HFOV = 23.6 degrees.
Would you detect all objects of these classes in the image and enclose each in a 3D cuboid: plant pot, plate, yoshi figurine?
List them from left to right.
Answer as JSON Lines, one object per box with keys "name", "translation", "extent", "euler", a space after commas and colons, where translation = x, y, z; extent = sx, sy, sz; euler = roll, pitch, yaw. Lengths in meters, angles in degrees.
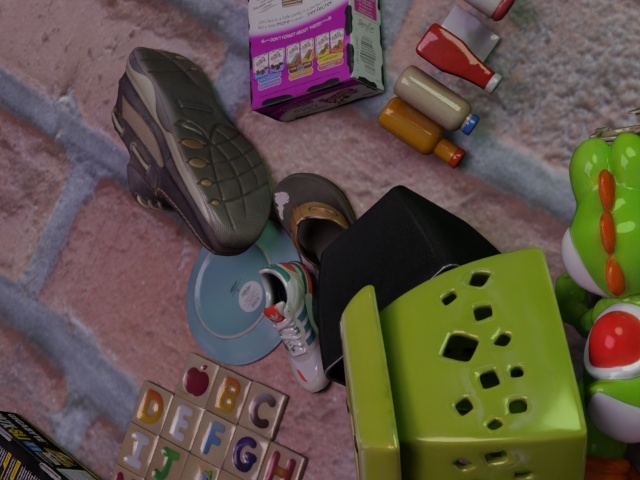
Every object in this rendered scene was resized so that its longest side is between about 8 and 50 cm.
{"name": "plate", "translation": [-0.102, 0.060, 1.890], "extent": [0.188, 0.024, 0.188], "euler": [-11, 71, 36]}
{"name": "plant pot", "translation": [0.105, 0.055, 1.641], "extent": [0.187, 0.188, 0.167], "euler": [-43, 44, 23]}
{"name": "plant pot", "translation": [0.131, 0.168, 1.477], "extent": [0.207, 0.227, 0.228], "euler": [-7, 49, -1]}
{"name": "yoshi figurine", "translation": [0.319, 0.077, 1.499], "extent": [0.203, 0.203, 0.362], "euler": [171, 94, -77]}

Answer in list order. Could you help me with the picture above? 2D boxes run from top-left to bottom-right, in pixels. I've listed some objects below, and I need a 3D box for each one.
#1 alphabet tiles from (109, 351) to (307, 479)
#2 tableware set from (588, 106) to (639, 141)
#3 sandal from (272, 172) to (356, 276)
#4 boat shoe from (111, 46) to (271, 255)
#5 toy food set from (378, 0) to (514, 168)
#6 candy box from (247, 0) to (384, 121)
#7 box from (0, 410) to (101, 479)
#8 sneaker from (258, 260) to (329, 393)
{"name": "alphabet tiles", "translation": [-0.157, 0.322, 1.876], "extent": [0.285, 0.011, 0.343], "euler": [20, 92, 40]}
{"name": "tableware set", "translation": [0.355, -0.124, 1.513], "extent": [0.168, 0.141, 0.020], "euler": [-5, 101, 39]}
{"name": "sandal", "translation": [0.000, 0.000, 1.800], "extent": [0.090, 0.060, 0.219], "euler": [-42, 54, 22]}
{"name": "boat shoe", "translation": [-0.169, -0.095, 1.930], "extent": [0.130, 0.132, 0.355], "euler": [-56, 41, 30]}
{"name": "toy food set", "translation": [0.168, -0.201, 1.701], "extent": [0.104, 0.111, 0.232], "euler": [35, 91, 7]}
{"name": "candy box", "translation": [-0.008, -0.277, 1.870], "extent": [0.159, 0.071, 0.233], "euler": [-13, 72, 35]}
{"name": "box", "translation": [-0.419, 0.418, 2.009], "extent": [0.257, 0.079, 0.322], "euler": [27, 96, 40]}
{"name": "sneaker", "translation": [-0.037, 0.101, 1.787], "extent": [0.057, 0.075, 0.161], "euler": [-20, 76, 33]}
